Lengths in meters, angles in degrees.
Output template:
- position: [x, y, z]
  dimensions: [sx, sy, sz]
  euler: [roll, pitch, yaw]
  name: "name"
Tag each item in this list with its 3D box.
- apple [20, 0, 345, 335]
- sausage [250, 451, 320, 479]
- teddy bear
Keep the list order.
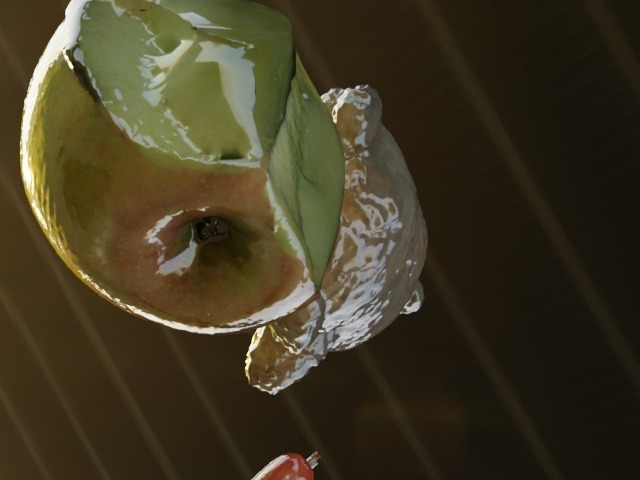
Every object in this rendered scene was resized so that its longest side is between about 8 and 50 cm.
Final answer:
- position: [-0.077, -0.043, 0.882]
  dimensions: [0.173, 0.188, 0.207]
  euler: [-23, -58, 27]
  name: "apple"
- position: [-0.092, 0.217, 0.955]
  dimensions: [0.034, 0.253, 0.034]
  euler: [43, -11, 10]
  name: "sausage"
- position: [0.001, 0.000, 1.164]
  dimensions: [0.151, 0.267, 0.236]
  euler: [13, -97, 14]
  name: "teddy bear"
